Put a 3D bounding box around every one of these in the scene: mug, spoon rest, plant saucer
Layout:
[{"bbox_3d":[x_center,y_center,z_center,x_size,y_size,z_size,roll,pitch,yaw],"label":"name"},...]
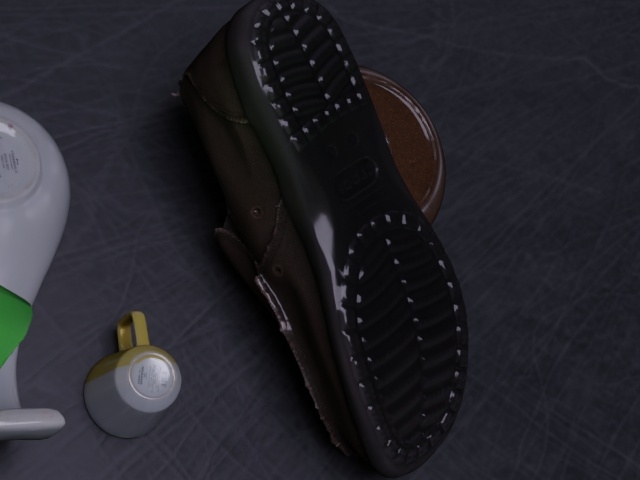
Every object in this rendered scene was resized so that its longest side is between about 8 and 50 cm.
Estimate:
[{"bbox_3d":[-0.132,0.095,1.059,0.062,0.064,0.078,-36,89,-29],"label":"mug"},{"bbox_3d":[-0.231,0.018,1.044,0.137,0.084,0.276,2,58,-26],"label":"spoon rest"},{"bbox_3d":[0.031,-0.070,1.214,0.169,0.029,0.168,8,69,-21],"label":"plant saucer"}]

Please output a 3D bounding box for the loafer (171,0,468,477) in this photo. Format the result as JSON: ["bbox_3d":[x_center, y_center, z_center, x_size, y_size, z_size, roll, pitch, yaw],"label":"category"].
[{"bbox_3d":[0.000,0.000,1.127,0.134,0.130,0.365,-24,99,-42],"label":"loafer"}]

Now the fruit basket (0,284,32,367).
[{"bbox_3d":[-0.305,0.177,0.852,0.392,0.283,0.392,-1,91,-44],"label":"fruit basket"}]
